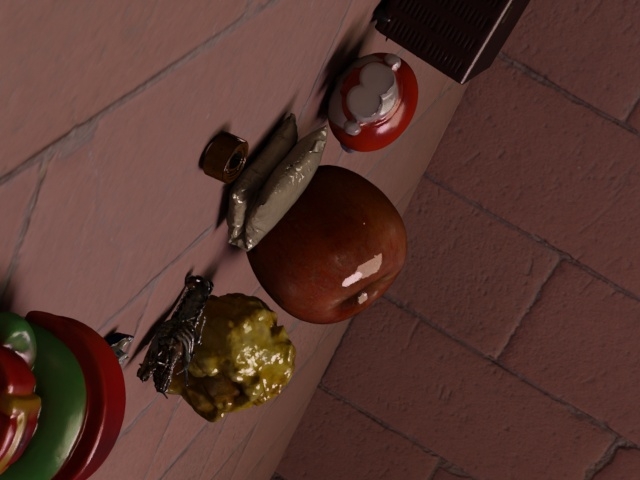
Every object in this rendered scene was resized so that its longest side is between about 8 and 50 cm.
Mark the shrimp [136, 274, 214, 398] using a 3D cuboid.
[{"bbox_3d":[-0.190,0.134,1.950,0.076,0.082,0.174,87,27,-67],"label":"shrimp"}]

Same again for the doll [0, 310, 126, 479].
[{"bbox_3d":[-0.265,0.155,1.306,0.363,0.160,0.183,20,93,-82],"label":"doll"}]

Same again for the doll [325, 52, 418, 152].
[{"bbox_3d":[0.079,-0.209,2.168,0.161,0.129,0.290,-62,177,0],"label":"doll"}]

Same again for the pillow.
[{"bbox_3d":[-0.065,-0.075,1.956,0.181,0.077,0.134,-53,170,-36],"label":"pillow"}]

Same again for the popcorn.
[{"bbox_3d":[-0.134,0.168,2.067,0.155,0.197,0.198,-41,160,-59],"label":"popcorn"}]

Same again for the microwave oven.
[{"bbox_3d":[0.217,-0.376,2.215,0.188,0.178,0.247,-63,171,21],"label":"microwave oven"}]

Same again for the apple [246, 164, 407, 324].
[{"bbox_3d":[0.000,0.000,2.120,0.253,0.253,0.253,-57,171,-14],"label":"apple"}]

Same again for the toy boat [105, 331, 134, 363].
[{"bbox_3d":[-0.254,0.139,1.738,0.083,0.038,0.038,-49,167,-46],"label":"toy boat"}]

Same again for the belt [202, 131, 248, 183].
[{"bbox_3d":[-0.115,-0.102,1.721,0.083,0.036,0.059,-16,130,-78],"label":"belt"}]
